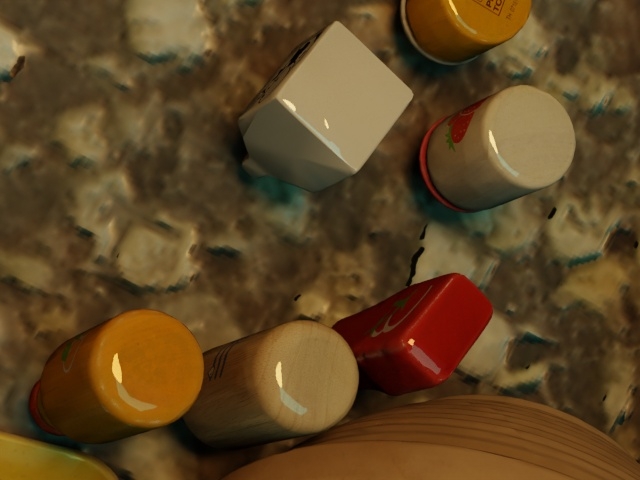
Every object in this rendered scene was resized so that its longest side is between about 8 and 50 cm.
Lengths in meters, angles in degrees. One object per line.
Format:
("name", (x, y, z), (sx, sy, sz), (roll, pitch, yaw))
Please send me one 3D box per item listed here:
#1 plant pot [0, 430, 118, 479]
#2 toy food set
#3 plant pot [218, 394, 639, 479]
("plant pot", (-0.174, 0.175, 0.605), (0.212, 0.212, 0.187), (17, 107, -26))
("toy food set", (0.000, 0.000, 0.710), (0.111, 0.104, 0.232), (42, 65, -12))
("plant pot", (0.061, 0.137, 0.714), (0.237, 0.237, 0.109), (51, 39, -25))
